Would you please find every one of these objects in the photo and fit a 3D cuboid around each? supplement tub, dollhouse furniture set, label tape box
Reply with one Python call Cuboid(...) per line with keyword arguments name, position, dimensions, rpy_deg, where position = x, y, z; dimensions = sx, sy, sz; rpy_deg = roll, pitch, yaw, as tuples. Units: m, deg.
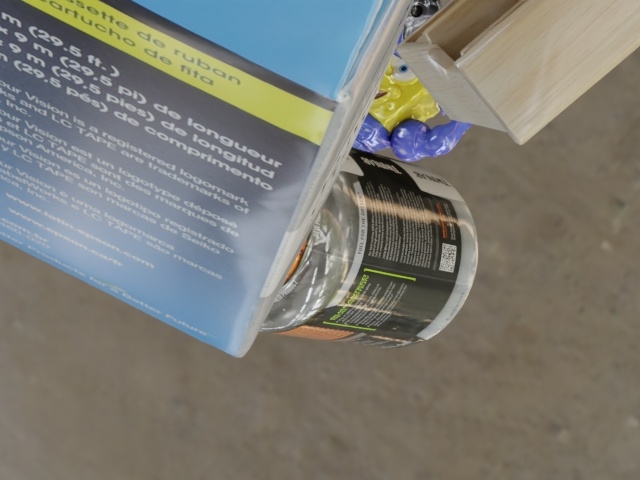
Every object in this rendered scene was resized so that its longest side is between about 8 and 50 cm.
Cuboid(name="supplement tub", position=(0.000, 0.000, 1.139), dimensions=(0.117, 0.117, 0.190), rpy_deg=(19, -177, 34))
Cuboid(name="dollhouse furniture set", position=(0.048, -0.274, 1.316), dimensions=(0.394, 0.362, 0.256), rpy_deg=(50, 177, -11))
Cuboid(name="label tape box", position=(-0.094, -0.103, 0.638), dimensions=(0.249, 0.115, 0.348), rpy_deg=(27, 158, 1))

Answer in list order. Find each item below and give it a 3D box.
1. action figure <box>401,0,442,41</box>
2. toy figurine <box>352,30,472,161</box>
Cuboid(name="action figure", position=(0.044, -0.263, 1.814), dimensions=(0.276, 0.164, 0.141), rpy_deg=(-107, 18, -69))
Cuboid(name="toy figurine", position=(0.052, -0.149, 2.085), dimensions=(0.362, 0.217, 0.191), rpy_deg=(42, 172, 33))
